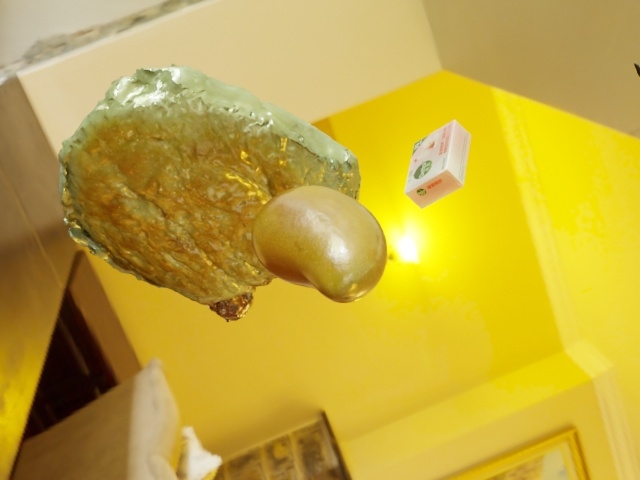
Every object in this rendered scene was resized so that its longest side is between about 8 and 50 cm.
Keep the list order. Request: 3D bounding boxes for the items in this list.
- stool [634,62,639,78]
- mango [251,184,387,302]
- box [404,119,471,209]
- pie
[{"bbox_3d":[0.391,-0.161,0.681,0.153,0.227,0.139,-132,-137,-62],"label":"stool"},{"bbox_3d":[0.000,0.000,0.710,0.184,0.102,0.085,28,-34,63],"label":"mango"},{"bbox_3d":[0.184,-0.119,1.249,0.043,0.089,0.125,39,43,-24],"label":"box"},{"bbox_3d":[-0.160,-0.072,1.124,0.418,0.395,0.180,-39,-152,47],"label":"pie"}]
